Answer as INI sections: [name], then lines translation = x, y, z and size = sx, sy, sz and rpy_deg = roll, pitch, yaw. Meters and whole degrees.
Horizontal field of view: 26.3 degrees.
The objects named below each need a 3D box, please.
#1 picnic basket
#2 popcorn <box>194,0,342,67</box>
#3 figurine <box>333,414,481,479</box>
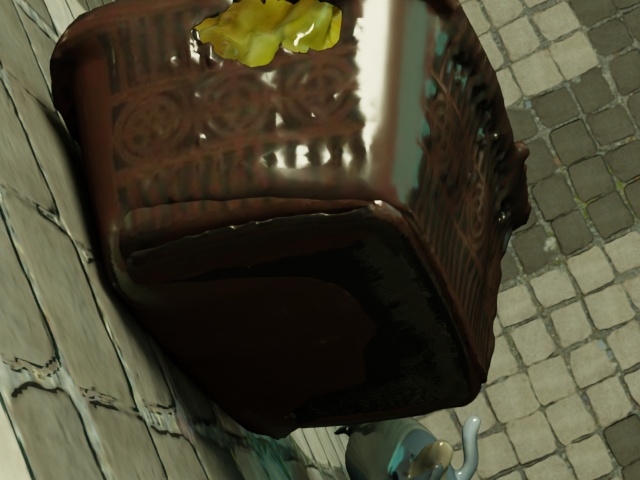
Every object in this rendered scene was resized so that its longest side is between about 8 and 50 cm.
[picnic basket]
translation = 0.000, 0.000, 0.707
size = 0.297, 0.222, 0.129
rpy_deg = 60, 23, -58
[popcorn]
translation = -0.040, -0.132, 1.095
size = 0.251, 0.206, 0.237
rpy_deg = 52, 21, -18
[figurine]
translation = 0.065, 0.196, 0.931
size = 0.184, 0.128, 0.208
rpy_deg = 69, 12, 22
